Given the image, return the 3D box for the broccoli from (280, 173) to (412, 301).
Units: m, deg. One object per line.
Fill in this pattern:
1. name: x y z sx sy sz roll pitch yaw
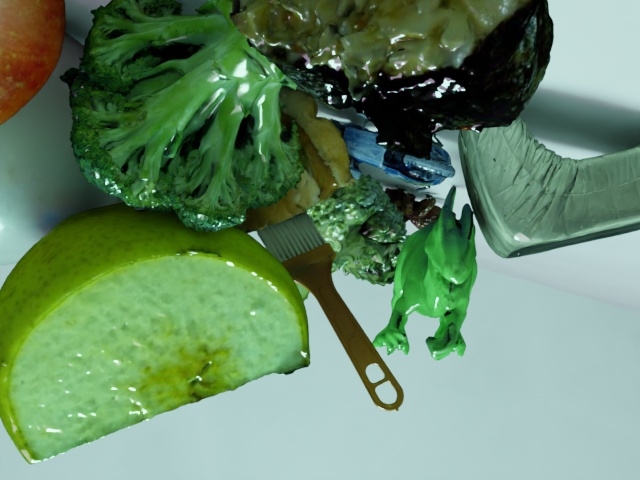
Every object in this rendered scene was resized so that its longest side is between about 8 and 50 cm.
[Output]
1. broccoli: 0.019 -0.017 1.430 0.338 0.318 0.277 -10 124 21

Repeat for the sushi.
1. sushi: 0.036 -0.138 0.463 0.212 0.147 0.115 22 -175 30

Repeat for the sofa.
1. sofa: 0.273 -0.087 0.771 0.225 0.176 0.210 -14 172 9

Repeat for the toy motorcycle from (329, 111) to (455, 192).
1. toy motorcycle: 0.091 -0.122 0.975 0.254 0.092 0.135 24 -168 38

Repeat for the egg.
1. egg: -0.408 -0.140 0.983 0.339 0.355 0.354 0 -172 -42

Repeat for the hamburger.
1. hamburger: -0.115 -0.116 0.978 0.162 0.209 0.330 -23 -176 -31

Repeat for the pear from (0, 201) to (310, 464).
1. pear: -0.221 0.057 0.850 0.342 0.239 0.318 -18 -155 -16

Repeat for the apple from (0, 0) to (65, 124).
1. apple: -0.349 -0.191 0.615 0.242 0.242 0.241 17 -177 -26

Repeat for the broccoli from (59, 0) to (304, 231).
1. broccoli: -0.104 -0.138 0.715 0.268 0.254 0.269 -8 160 -3

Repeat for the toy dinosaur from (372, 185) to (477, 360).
1. toy dinosaur: 0.173 -0.027 1.034 0.143 0.500 0.375 9 138 7

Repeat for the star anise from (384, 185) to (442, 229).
1. star anise: 0.167 -0.077 1.529 0.233 0.073 0.177 25 173 31

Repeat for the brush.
1. brush: 0.020 0.091 0.943 0.090 0.314 0.017 -23 153 -20
